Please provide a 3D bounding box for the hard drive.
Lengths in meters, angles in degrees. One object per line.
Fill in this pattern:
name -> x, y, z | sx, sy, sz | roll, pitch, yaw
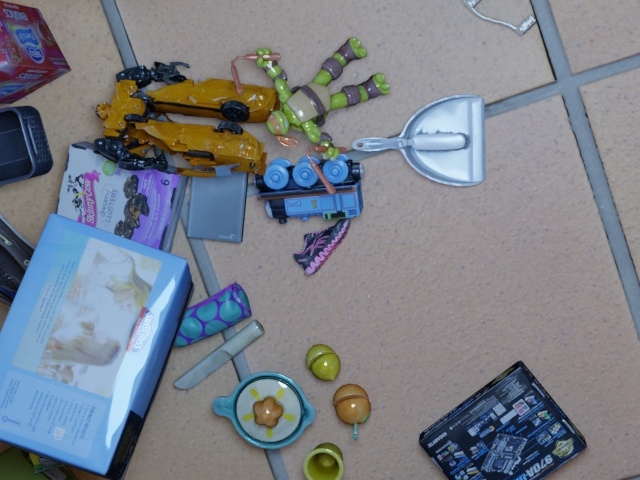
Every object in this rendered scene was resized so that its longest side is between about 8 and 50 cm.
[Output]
hard drive -> -0.172, -0.068, 1.860 | 0.094, 0.022, 0.135 | 7, 100, 7

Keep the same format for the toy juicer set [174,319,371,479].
toy juicer set -> -0.068, 0.253, 1.860 | 0.329, 0.089, 0.209 | 32, 102, 3

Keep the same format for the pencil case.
pencil case -> -0.193, 0.127, 1.870 | 0.152, 0.064, 0.070 | -24, 115, 10

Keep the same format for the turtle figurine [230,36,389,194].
turtle figurine -> -0.001, -0.212, 1.749 | 0.217, 0.087, 0.269 | -33, 78, -17

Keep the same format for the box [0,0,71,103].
box -> -0.520, -0.297, 1.755 | 0.128, 0.257, 0.122 | -27, 92, 11

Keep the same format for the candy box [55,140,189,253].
candy box -> -0.337, -0.062, 1.859 | 0.196, 0.070, 0.164 | 16, 101, 5

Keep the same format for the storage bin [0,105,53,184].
storage bin -> -0.561, -0.151, 1.872 | 0.180, 0.084, 0.122 | -13, 96, 9

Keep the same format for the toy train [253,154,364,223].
toy train -> -0.017, -0.083, 1.809 | 0.184, 0.080, 0.105 | -5, 104, 9

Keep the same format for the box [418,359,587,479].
box -> 0.301, 0.333, 1.838 | 0.220, 0.051, 0.175 | -40, 91, 11

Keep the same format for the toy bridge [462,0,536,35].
toy bridge -> 0.255, -0.392, 1.748 | 0.063, 0.026, 0.188 | -44, 90, 13

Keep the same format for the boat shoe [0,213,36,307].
boat shoe -> -0.575, 0.020, 1.892 | 0.324, 0.097, 0.116 | 36, 102, 2

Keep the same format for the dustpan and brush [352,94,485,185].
dustpan and brush -> 0.159, -0.158, 1.779 | 0.211, 0.060, 0.147 | -1, 98, 8

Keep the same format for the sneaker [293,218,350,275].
sneaker -> 0.000, 0.000, 1.838 | 0.057, 0.047, 0.119 | 42, 101, 12

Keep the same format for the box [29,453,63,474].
box -> -0.421, 0.338, 1.875 | 0.105, 0.179, 0.043 | -18, 102, 10

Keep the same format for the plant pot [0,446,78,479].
plant pot -> -0.555, 0.503, 1.898 | 0.275, 0.275, 0.293 | 39, 89, 1

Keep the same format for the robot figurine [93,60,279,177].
robot figurine -> -0.222, -0.187, 1.790 | 0.291, 0.085, 0.211 | 7, 62, 10

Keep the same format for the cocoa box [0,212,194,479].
cocoa box -> -0.361, 0.172, 1.713 | 0.232, 0.228, 0.347 | 19, 75, 1
